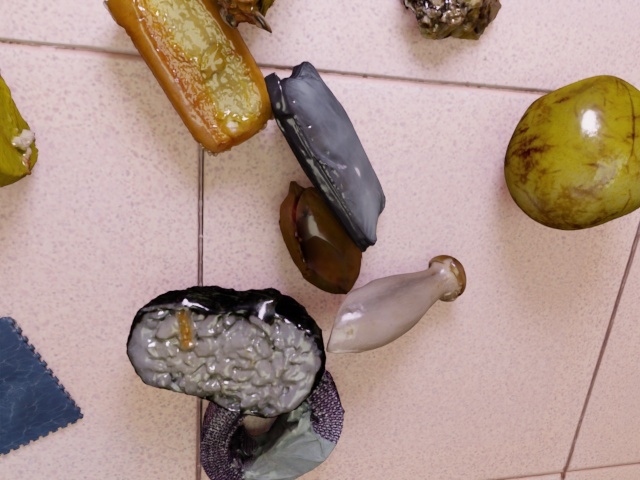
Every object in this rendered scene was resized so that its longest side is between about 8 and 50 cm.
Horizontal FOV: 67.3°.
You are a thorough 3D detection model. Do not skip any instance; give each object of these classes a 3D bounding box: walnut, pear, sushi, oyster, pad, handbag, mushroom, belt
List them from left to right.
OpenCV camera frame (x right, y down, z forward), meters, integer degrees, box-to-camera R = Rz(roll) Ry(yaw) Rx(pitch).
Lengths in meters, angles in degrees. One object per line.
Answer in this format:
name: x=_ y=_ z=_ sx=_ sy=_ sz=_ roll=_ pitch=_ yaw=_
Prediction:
pad: x=-0.638 y=0.299 z=0.913 sx=0.270 sy=0.012 sz=0.268 roll=-25 pitch=113 yaw=-4
sushi: x=-0.161 y=0.185 z=0.870 sx=0.351 sy=0.171 sz=0.210 roll=7 pitch=97 yaw=0
belt: x=-0.104 y=0.387 z=1.012 sx=0.325 sy=0.122 sz=0.260 roll=-43 pitch=108 yaw=2
walnut: x=0.000 y=0.000 z=0.891 sx=0.137 sy=0.137 sz=0.245 roll=-32 pitch=114 yaw=-1
handbag: x=0.022 y=-0.149 z=0.819 sx=0.075 sy=0.191 sz=0.332 roll=-19 pitch=117 yaw=27
mushroom: x=0.144 y=0.125 z=0.943 sx=0.350 sy=0.128 sz=0.128 roll=-22 pitch=114 yaw=-26
oyster: x=0.243 y=-0.436 z=0.796 sx=0.223 sy=0.083 sz=0.214 roll=-3 pitch=129 yaw=-32
pear: x=0.478 y=-0.157 z=0.888 sx=0.284 sy=0.283 sz=0.283 roll=-4 pitch=110 yaw=-12

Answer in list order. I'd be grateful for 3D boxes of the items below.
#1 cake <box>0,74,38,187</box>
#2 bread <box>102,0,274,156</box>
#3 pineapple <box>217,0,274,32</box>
cake: x=-0.529 y=-0.190 z=0.675 sx=0.156 sy=0.179 sz=0.260 roll=-22 pitch=113 yaw=-6
bread: x=-0.192 y=-0.286 z=0.756 sx=0.153 sy=0.119 sz=0.288 roll=-29 pitch=113 yaw=2
pineapple: x=-0.114 y=-0.407 z=0.677 sx=0.159 sy=0.161 sz=0.334 roll=22 pitch=60 yaw=-19
